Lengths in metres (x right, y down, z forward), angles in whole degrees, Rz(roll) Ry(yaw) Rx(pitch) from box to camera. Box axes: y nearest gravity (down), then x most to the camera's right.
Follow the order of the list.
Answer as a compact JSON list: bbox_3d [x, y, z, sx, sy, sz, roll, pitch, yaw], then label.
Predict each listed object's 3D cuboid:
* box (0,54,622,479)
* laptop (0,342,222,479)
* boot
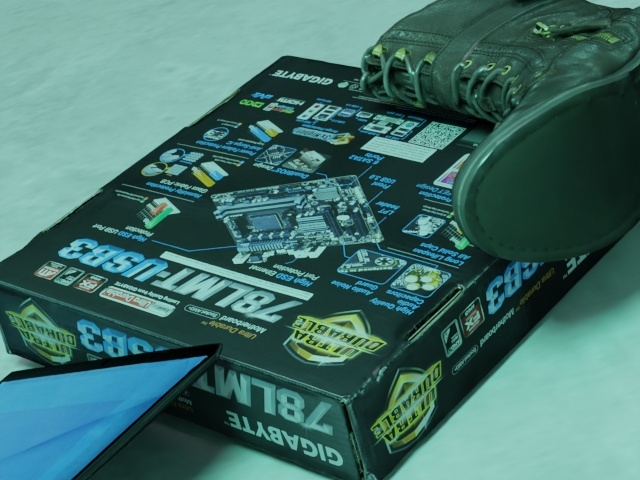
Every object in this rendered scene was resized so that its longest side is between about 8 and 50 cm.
[{"bbox_3d":[0.000,0.000,1.117,0.296,0.073,0.293,14,43,38],"label":"box"},{"bbox_3d":[-0.230,0.085,0.959,0.234,0.264,0.136,-12,60,51],"label":"laptop"},{"bbox_3d":[0.106,-0.082,1.076,0.263,0.091,0.229,-33,31,-33],"label":"boot"}]
